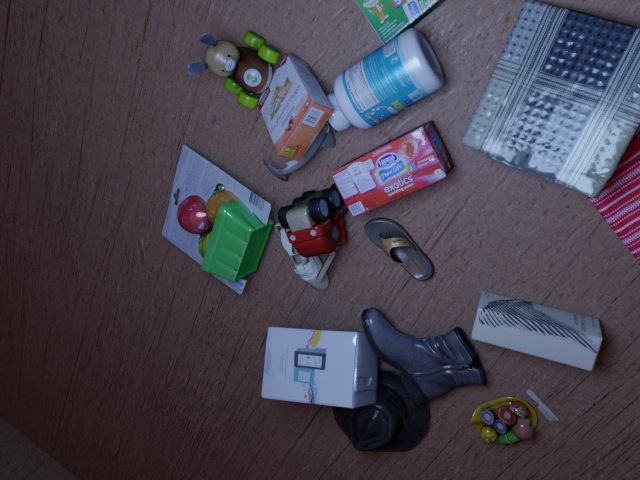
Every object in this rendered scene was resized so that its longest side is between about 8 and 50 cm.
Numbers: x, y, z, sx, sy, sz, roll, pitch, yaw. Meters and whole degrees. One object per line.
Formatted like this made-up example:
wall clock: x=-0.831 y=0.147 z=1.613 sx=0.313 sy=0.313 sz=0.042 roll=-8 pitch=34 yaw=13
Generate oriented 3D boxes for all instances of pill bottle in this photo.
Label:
pill bottle: x=0.133 y=-0.349 z=1.152 sx=0.264 sy=0.146 sz=0.146 roll=-24 pitch=99 yaw=31

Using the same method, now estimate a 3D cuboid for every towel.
towel: x=0.703 y=-0.085 z=1.068 sx=0.199 sy=0.031 sz=0.274 roll=-38 pitch=92 yaw=32
towel: x=0.484 y=-0.284 z=1.024 sx=0.312 sy=0.056 sz=0.323 roll=32 pitch=111 yaw=27

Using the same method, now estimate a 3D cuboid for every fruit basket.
fruit basket: x=-0.311 y=-0.060 z=1.491 sx=0.353 sy=0.166 sz=0.326 roll=37 pitch=121 yaw=25

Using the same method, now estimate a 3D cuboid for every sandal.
sandal: x=0.203 y=0.027 z=1.321 sx=0.219 sy=0.060 sz=0.090 roll=47 pitch=121 yaw=0

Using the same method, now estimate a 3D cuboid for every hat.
hat: x=0.158 y=0.541 z=1.508 sx=0.332 sy=0.134 sz=0.330 roll=9 pitch=114 yaw=20

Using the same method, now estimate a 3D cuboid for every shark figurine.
shark figurine: x=-0.023 y=-0.241 z=1.299 sx=0.166 sy=0.116 sz=0.278 roll=50 pitch=119 yaw=39

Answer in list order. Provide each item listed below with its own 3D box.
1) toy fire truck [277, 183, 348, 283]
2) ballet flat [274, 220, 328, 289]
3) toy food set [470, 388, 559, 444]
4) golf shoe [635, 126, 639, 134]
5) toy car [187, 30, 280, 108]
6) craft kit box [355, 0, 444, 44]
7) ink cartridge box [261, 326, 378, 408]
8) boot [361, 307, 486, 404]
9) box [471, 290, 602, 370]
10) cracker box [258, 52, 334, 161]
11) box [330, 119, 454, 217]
toy fire truck: x=0.000 y=0.000 z=1.311 sx=0.159 sy=0.217 sz=0.246 roll=-13 pitch=105 yaw=28
ballet flat: x=-0.057 y=0.045 z=1.434 sx=0.086 sy=0.086 sz=0.248 roll=-21 pitch=101 yaw=30
toy food set: x=0.509 y=0.494 z=1.364 sx=0.218 sy=0.071 sz=0.128 roll=-35 pitch=93 yaw=31
golf shoe: x=0.583 y=-0.213 z=1.039 sx=0.176 sy=0.086 sz=0.069 roll=-29 pitch=95 yaw=29
toy car: x=-0.224 y=-0.434 z=1.237 sx=0.149 sy=0.189 sz=0.155 roll=49 pitch=121 yaw=33
craft kit box: x=0.173 y=-0.601 z=1.088 sx=0.250 sy=0.061 sz=0.246 roll=-33 pitch=92 yaw=31
ink cartridge box: x=0.007 y=0.352 z=1.423 sx=0.270 sy=0.198 sz=0.196 roll=-1 pitch=77 yaw=24
boot: x=0.282 y=0.278 z=1.370 sx=0.223 sy=0.118 sz=0.338 roll=-32 pitch=106 yaw=28
box: x=0.517 y=0.214 z=1.226 sx=0.276 sy=0.113 sz=0.094 roll=12 pitch=113 yaw=18
cracker box: x=-0.068 y=-0.324 z=1.222 sx=0.155 sy=0.067 sz=0.232 roll=-53 pitch=41 yaw=30
box: x=0.172 y=-0.171 z=1.219 sx=0.257 sy=0.123 sz=0.128 roll=-24 pitch=100 yaw=30
